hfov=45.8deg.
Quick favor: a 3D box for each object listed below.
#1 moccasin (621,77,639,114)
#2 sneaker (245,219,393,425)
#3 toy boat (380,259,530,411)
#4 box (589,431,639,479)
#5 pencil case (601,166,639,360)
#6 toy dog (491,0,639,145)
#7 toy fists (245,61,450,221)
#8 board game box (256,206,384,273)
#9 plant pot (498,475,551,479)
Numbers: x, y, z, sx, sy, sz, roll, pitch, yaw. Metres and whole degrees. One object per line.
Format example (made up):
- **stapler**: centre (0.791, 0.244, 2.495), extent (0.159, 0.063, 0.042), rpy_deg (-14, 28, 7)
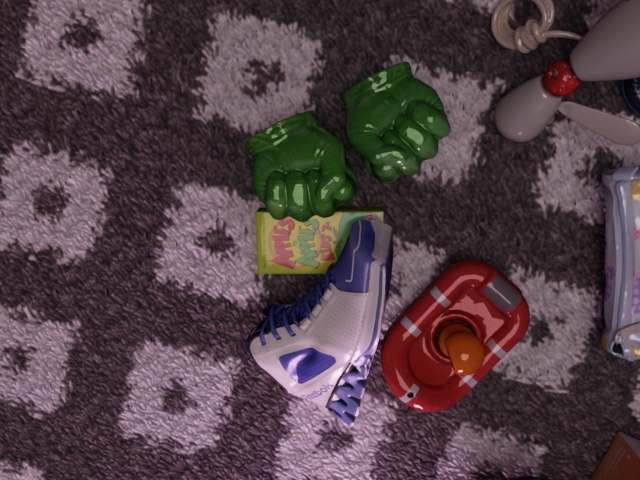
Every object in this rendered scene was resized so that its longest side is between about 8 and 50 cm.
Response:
- **moccasin**: centre (0.546, -0.297, 0.984), extent (0.342, 0.117, 0.137), rpy_deg (-43, 97, 9)
- **sneaker**: centre (-0.009, 0.119, 1.055), extent (0.182, 0.127, 0.315), rpy_deg (13, 123, 4)
- **toy boat**: centre (0.190, 0.145, 1.066), extent (0.151, 0.151, 0.231), rpy_deg (41, 99, -6)
- **box**: centre (0.468, 0.382, 1.095), extent (0.091, 0.170, 0.130), rpy_deg (25, 100, -3)
- **pencil case**: centre (0.448, 0.030, 1.054), extent (0.124, 0.113, 0.272), rpy_deg (-7, 101, -19)
- **toy dog**: centre (0.386, -0.234, 0.958), extent (0.161, 0.334, 0.220), rpy_deg (1, 88, -35)
- **toy fists**: centre (0.038, -0.125, 1.029), extent (0.279, 0.096, 0.142), rpy_deg (-27, 88, 2)
- **board game box**: centre (0.000, 0.000, 1.097), extent (0.182, 0.043, 0.092), rpy_deg (0, 102, 2)
- **plant pot**: centre (0.286, 0.506, 1.083), extent (0.323, 0.323, 0.280), rpy_deg (-19, 83, 5)
